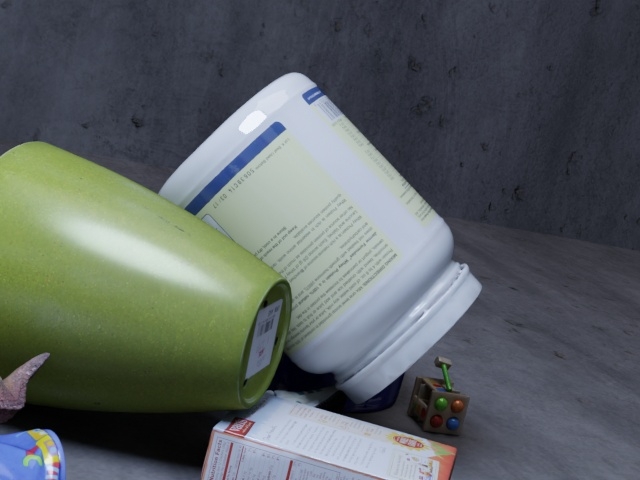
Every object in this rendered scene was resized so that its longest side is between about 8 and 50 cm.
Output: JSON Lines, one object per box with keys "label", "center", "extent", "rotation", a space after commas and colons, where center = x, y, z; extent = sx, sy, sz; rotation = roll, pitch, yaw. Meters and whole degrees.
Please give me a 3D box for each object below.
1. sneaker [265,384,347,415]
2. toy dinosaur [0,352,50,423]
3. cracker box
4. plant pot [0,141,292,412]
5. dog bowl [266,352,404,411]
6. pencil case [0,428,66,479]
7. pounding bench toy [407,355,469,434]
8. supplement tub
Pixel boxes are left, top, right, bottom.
{"label": "sneaker", "center": [-0.027, 0.188, 1.453], "extent": [0.075, 0.057, 0.161], "rotation": [23, 16, 22]}
{"label": "toy dinosaur", "center": [-0.333, 0.122, 1.041], "extent": [0.296, 0.127, 0.200], "rotation": [9, -18, -39]}
{"label": "cracker box", "center": [0.013, 0.227, 1.271], "extent": [0.232, 0.067, 0.156], "rotation": [15, 10, 9]}
{"label": "plant pot", "center": [-0.189, 0.065, 1.287], "extent": [0.294, 0.274, 0.275], "rotation": [15, 10, 16]}
{"label": "dog bowl", "center": [-0.014, 0.129, 1.660], "extent": [0.265, 0.104, 0.265], "rotation": [13, 10, -2]}
{"label": "pencil case", "center": [-0.323, 0.192, 0.881], "extent": [0.306, 0.119, 0.133], "rotation": [5, -4, -37]}
{"label": "pounding bench toy", "center": [0.152, 0.193, 1.582], "extent": [0.052, 0.083, 0.065], "rotation": [10, 10, -19]}
{"label": "supplement tub", "center": [0.000, 0.000, 1.427], "extent": [0.325, 0.235, 0.235], "rotation": [47, 12, -1]}
